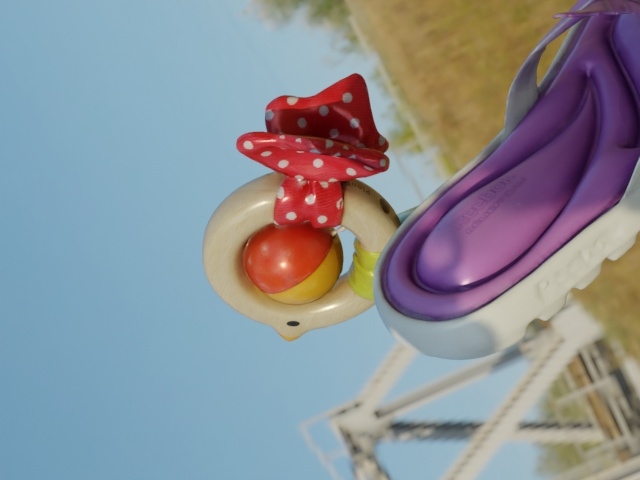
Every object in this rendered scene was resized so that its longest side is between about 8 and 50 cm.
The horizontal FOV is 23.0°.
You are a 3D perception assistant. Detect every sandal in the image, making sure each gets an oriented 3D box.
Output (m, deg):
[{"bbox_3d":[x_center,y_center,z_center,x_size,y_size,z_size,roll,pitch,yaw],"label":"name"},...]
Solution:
[{"bbox_3d":[0.182,-0.097,0.998,0.169,0.416,0.102,18,151,43],"label":"sandal"}]

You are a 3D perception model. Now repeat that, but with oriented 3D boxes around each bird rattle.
[{"bbox_3d":[0.000,0.000,1.257,0.253,0.207,0.143,38,-150,-43],"label":"bird rattle"}]
